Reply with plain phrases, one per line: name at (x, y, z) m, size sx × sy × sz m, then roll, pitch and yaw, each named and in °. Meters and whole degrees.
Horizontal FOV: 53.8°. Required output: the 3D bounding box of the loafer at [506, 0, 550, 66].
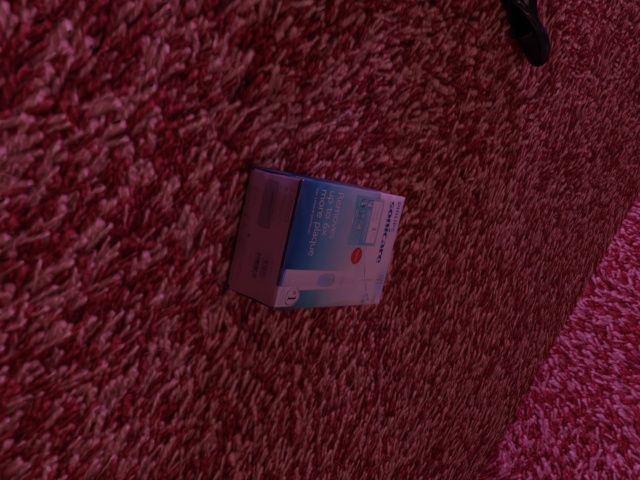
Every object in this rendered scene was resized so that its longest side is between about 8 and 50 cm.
loafer at (0.497, -0.509, 1.526) m, size 0.078 × 0.076 × 0.223 m, roll -49°, pitch 131°, yaw -17°

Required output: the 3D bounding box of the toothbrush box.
toothbrush box at (0.000, 0.000, 1.120) m, size 0.295 × 0.126 × 0.216 m, roll 5°, pitch 101°, yaw -51°
